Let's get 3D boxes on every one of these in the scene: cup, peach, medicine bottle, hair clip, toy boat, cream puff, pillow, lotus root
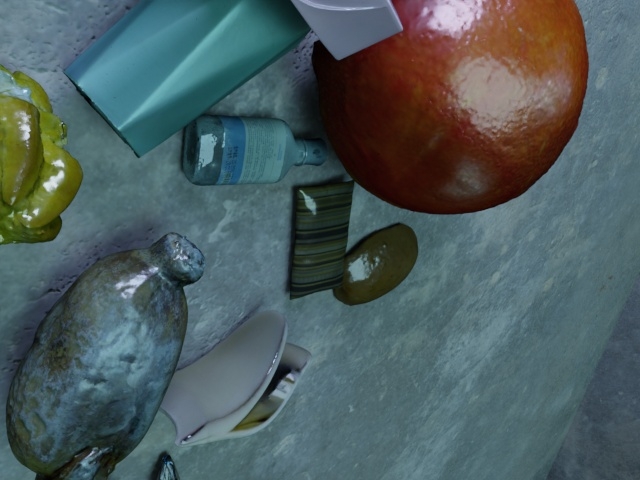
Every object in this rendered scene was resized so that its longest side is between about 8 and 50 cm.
[{"bbox_3d":[-0.143,-0.207,0.545,0.235,0.148,0.134,-40,161,-11],"label":"cup"},{"bbox_3d":[0.165,-0.208,0.695,0.373,0.372,0.290,55,40,-45],"label":"peach"},{"bbox_3d":[-0.082,-0.121,0.697,0.208,0.053,0.090,-8,118,-40],"label":"medicine bottle"},{"bbox_3d":[-0.132,0.212,0.788,0.282,0.172,0.113,-36,126,-36],"label":"hair clip"},{"bbox_3d":[-0.263,0.454,0.878,0.084,0.066,0.210,-37,135,-68],"label":"toy boat"},{"bbox_3d":[-0.324,-0.044,0.444,0.220,0.194,0.195,-20,126,-28],"label":"cream puff"},{"bbox_3d":[0.000,0.000,0.854,0.113,0.038,0.204,-12,121,-33],"label":"pillow"},{"bbox_3d":[-0.259,0.139,0.625,0.175,0.175,0.350,25,92,-47],"label":"lotus root"}]

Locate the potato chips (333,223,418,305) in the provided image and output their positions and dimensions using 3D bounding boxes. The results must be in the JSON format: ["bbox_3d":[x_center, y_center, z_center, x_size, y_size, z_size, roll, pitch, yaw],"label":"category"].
[{"bbox_3d":[0.114,0.055,0.981,0.201,0.049,0.150,-20,121,-25],"label":"potato chips"}]

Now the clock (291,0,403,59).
[{"bbox_3d":[-0.038,-0.344,0.438,0.080,0.276,0.290,-21,155,19],"label":"clock"}]
